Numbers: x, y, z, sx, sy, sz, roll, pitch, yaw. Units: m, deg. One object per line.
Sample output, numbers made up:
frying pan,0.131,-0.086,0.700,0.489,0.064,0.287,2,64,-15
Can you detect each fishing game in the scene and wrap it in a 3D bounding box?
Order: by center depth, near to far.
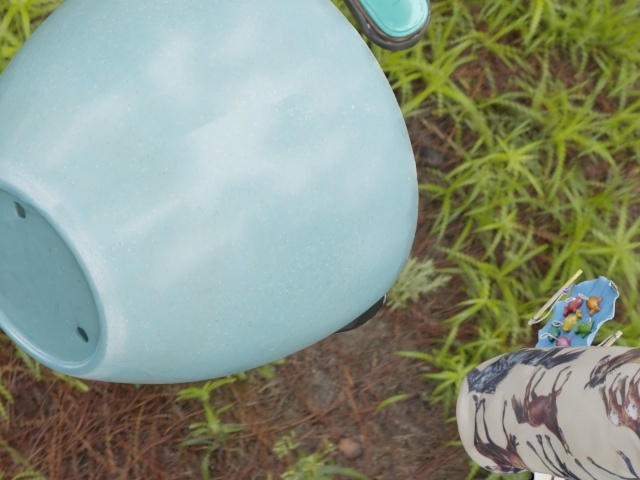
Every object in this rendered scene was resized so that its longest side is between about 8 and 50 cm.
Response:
fishing game,0.419,0.132,1.698,0.041,0.189,0.264,37,20,-13

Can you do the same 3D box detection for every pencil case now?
pencil case,0.326,0.214,1.194,0.160,0.410,0.184,-34,98,-25

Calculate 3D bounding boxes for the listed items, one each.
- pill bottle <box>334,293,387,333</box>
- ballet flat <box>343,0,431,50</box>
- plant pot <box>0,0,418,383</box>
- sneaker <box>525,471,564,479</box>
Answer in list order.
pill bottle,0.000,0.000,1.246,0.122,0.123,0.219,6,36,-19
ballet flat,0.013,-0.307,0.993,0.095,0.096,0.280,-27,95,-4
plant pot,-0.113,-0.023,0.648,0.290,0.290,0.195,51,48,1
sneaker,0.373,0.379,1.663,0.043,0.040,0.109,39,96,-7
